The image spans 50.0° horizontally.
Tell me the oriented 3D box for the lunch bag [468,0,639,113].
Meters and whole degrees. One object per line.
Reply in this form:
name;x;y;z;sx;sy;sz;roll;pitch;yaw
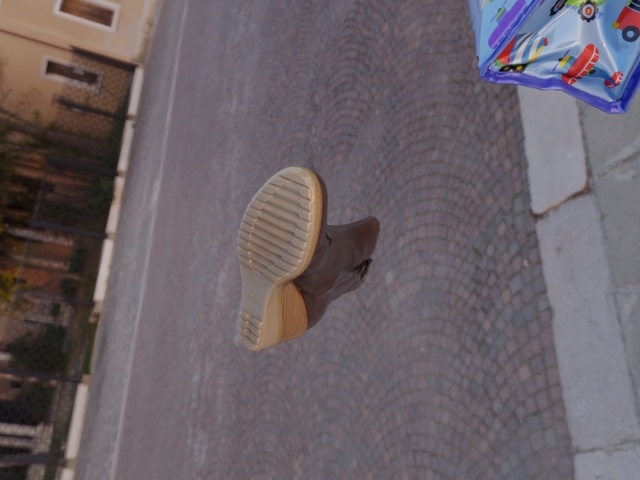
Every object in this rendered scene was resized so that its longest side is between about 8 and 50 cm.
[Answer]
lunch bag;0.231;-0.290;0.534;0.293;0.138;0.221;111;168;-47

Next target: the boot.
boot;0.000;0.000;0.787;0.090;0.207;0.248;35;129;23
